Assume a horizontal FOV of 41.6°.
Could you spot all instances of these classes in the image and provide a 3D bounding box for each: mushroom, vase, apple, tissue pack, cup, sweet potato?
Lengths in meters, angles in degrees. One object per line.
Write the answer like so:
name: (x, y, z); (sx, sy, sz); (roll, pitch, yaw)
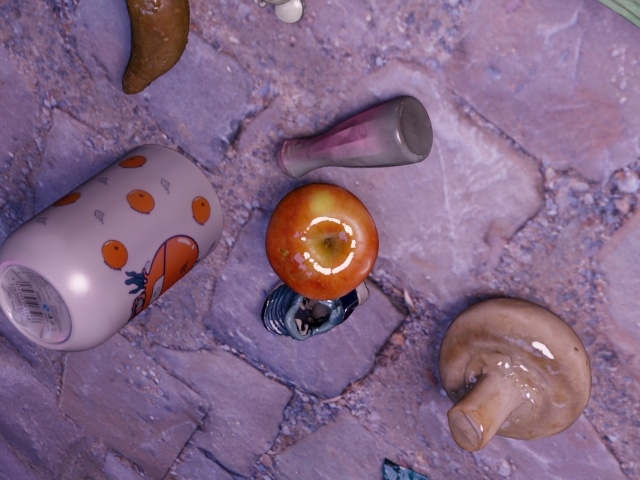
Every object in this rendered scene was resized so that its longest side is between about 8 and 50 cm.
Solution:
mushroom: (0.240, 0.188, 1.107); (0.207, 0.215, 0.207); (21, 129, 28)
vase: (0.039, -0.128, 1.120); (0.214, 0.086, 0.086); (-9, 114, 39)
apple: (0.000, 0.000, 1.171); (0.163, 0.139, 0.164); (0, 93, -8)
tissue pack: (0.136, 0.441, 1.452); (0.085, 0.028, 0.138); (19, 130, 19)
cup: (-0.321, 0.015, 1.263); (0.212, 0.317, 0.212); (16, 126, 23)
sweet potato: (-0.233, -0.331, 1.141); (0.124, 0.098, 0.310); (32, 135, 38)

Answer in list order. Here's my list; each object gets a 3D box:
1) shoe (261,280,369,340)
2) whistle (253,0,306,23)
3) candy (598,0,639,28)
shoe: (-0.024, 0.104, 1.283); (0.207, 0.106, 0.092); (-24, 103, 44)
whistle: (-0.015, -0.373, 1.002); (0.114, 0.077, 0.236); (39, 125, -3)
candy: (0.426, -0.299, 0.685); (0.262, 0.172, 0.398); (31, 115, -21)
